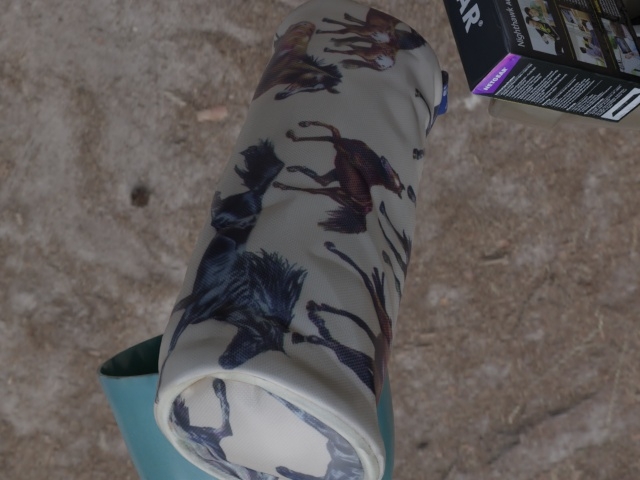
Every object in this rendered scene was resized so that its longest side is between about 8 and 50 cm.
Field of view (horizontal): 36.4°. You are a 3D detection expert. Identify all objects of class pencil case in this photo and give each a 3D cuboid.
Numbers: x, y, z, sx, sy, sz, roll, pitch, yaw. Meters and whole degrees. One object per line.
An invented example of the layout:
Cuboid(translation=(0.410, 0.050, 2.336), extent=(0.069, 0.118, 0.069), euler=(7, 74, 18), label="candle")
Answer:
Cuboid(translation=(0.000, 0.000, 0.747), extent=(0.160, 0.410, 0.183), euler=(-11, 135, 28), label="pencil case")

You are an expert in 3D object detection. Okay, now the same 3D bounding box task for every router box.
Cuboid(translation=(0.144, -0.173, 0.668), extent=(0.133, 0.178, 0.046), euler=(6, 148, -30), label="router box")

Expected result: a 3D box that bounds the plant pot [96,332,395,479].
Cuboid(translation=(-0.054, 0.202, 1.003), extent=(0.293, 0.293, 0.235), euler=(-14, 95, 12), label="plant pot")

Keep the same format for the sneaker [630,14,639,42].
Cuboid(translation=(0.325, -0.174, 0.710), extent=(0.084, 0.097, 0.235), euler=(25, 165, -34), label="sneaker")

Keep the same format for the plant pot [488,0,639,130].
Cuboid(translation=(0.341, -0.223, 0.905), extent=(0.281, 0.323, 0.323), euler=(21, 129, 3), label="plant pot")
